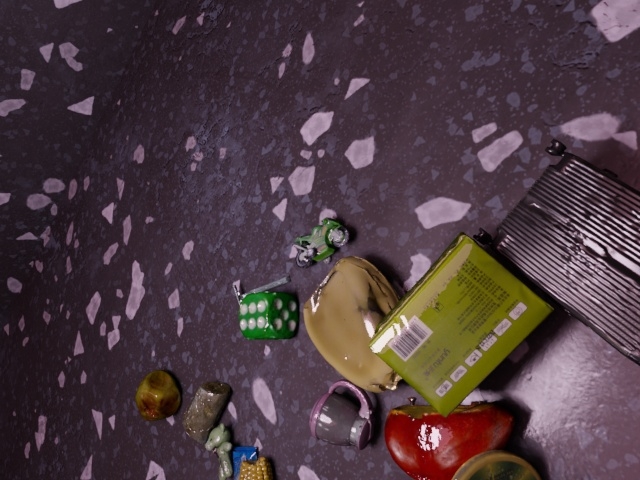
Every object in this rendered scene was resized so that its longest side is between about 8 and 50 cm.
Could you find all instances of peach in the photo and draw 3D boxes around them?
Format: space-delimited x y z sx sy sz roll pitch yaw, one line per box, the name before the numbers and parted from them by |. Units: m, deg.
peach | 0.251 0.401 0.965 0.267 0.158 0.154 -15 79 36

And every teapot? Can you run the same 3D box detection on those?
teapot | 0.063 0.417 1.159 0.145 0.116 0.148 15 64 29

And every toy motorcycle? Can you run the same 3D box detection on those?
toy motorcycle | 0.000 0.000 1.306 0.190 0.074 0.106 -31 54 34

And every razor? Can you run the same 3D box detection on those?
razor | -0.170 0.144 1.453 0.211 0.035 0.084 -22 85 30

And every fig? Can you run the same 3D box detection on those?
fig | -0.543 0.512 1.641 0.154 0.143 0.166 103 155 -53

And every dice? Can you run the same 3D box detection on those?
dice | -0.144 0.208 1.355 0.128 0.120 0.131 -9 75 40

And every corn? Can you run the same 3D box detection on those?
corn | -0.164 0.740 1.284 0.115 0.115 0.318 -16 71 38

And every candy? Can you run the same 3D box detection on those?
candy | -0.210 0.656 1.387 0.088 0.038 0.136 -12 76 26

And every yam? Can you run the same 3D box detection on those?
yam | -0.350 0.513 1.494 0.107 0.107 0.183 36 103 39

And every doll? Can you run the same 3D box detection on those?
doll | -0.290 0.614 1.422 0.115 0.077 0.151 117 142 -45

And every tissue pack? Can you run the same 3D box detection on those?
tissue pack | 0.258 0.151 0.934 0.200 0.167 0.275 41 101 8

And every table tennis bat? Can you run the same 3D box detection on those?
table tennis bat | 0.328 0.536 0.880 0.050 0.198 0.321 169 88 -78

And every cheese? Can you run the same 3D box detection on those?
cheese | 0.099 0.207 1.150 0.316 0.128 0.260 51 124 39

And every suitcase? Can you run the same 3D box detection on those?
suitcase | 0.472 0.021 0.828 0.230 0.152 0.335 -55 52 15
